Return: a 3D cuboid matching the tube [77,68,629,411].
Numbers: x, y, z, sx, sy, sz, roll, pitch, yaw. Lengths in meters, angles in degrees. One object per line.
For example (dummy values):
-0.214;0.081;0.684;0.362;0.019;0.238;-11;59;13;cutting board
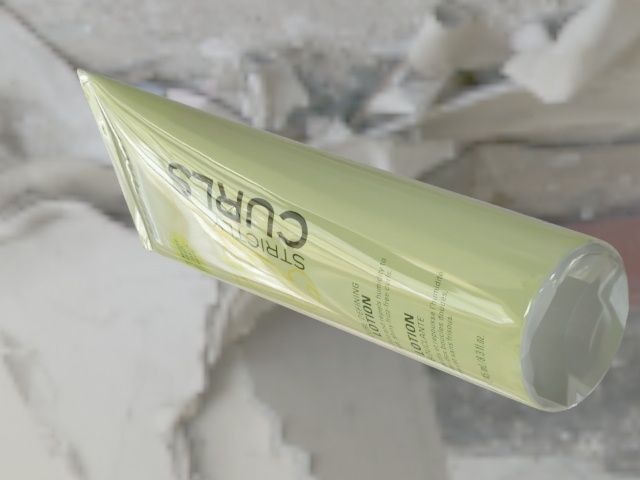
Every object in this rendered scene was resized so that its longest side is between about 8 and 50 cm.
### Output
0.000;0.000;0.709;0.240;0.070;0.062;21;-172;40;tube
